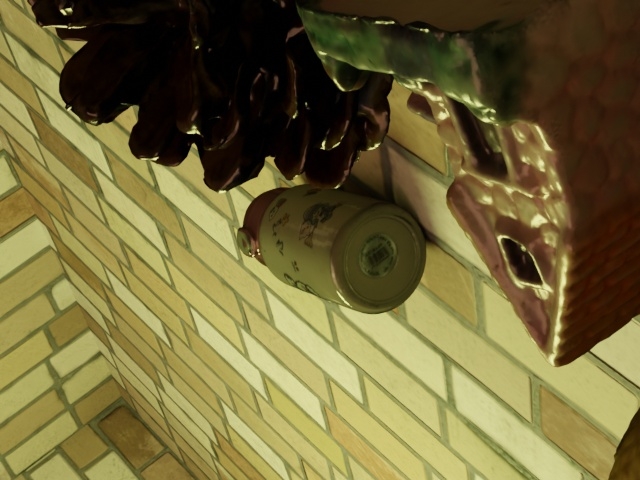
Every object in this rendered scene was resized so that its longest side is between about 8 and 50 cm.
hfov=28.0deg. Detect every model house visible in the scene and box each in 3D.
[{"bbox_3d":[0.128,-0.074,0.739,0.237,0.202,0.237,22,143,54],"label":"model house"}]

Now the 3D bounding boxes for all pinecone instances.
[{"bbox_3d":[-0.067,-0.169,0.892,0.242,0.296,0.298,-23,81,33],"label":"pinecone"}]

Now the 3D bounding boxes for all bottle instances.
[{"bbox_3d":[0.000,0.000,1.291,0.233,0.110,0.110,17,140,58],"label":"bottle"}]

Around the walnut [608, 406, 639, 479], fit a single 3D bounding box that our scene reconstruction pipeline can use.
[{"bbox_3d":[0.284,0.180,0.821,0.228,0.228,0.228,45,159,23],"label":"walnut"}]
